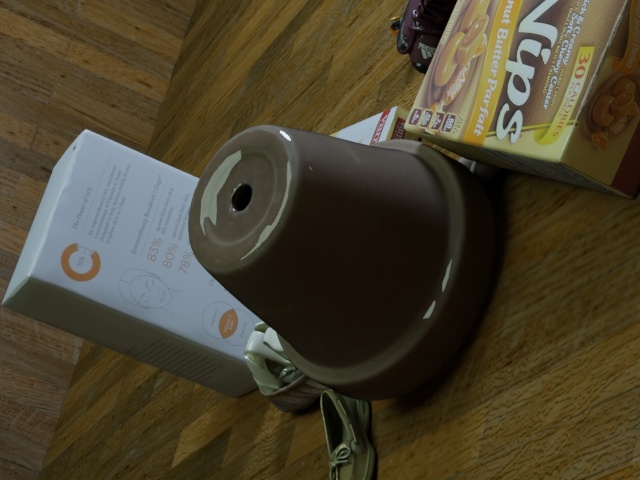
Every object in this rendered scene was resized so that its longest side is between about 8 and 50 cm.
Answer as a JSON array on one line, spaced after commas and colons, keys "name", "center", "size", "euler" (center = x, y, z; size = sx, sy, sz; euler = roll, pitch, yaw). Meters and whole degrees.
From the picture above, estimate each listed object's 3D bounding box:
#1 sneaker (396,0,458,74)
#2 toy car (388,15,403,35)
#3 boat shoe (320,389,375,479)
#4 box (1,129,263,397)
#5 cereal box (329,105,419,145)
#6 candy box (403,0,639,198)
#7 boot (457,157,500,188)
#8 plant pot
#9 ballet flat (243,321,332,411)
[{"name": "sneaker", "center": [0.153, -0.261, 1.832], "size": [0.281, 0.106, 0.162], "euler": [-93, 23, -77]}, {"name": "toy car", "center": [0.122, -0.273, 2.067], "size": [0.122, 0.060, 0.040], "euler": [-64, -44, -78]}, {"name": "boat shoe", "center": [0.024, 0.212, 1.649], "size": [0.056, 0.048, 0.153], "euler": [-56, 19, 32]}, {"name": "box", "center": [-0.206, 0.037, 2.093], "size": [0.168, 0.345, 0.215], "euler": [-34, 36, 62]}, {"name": "cereal box", "center": [0.039, -0.064, 1.983], "size": [0.240, 0.047, 0.173], "euler": [-18, 51, 69]}, {"name": "candy box", "center": [0.205, -0.154, 1.447], "size": [0.182, 0.088, 0.316], "euler": [-67, 22, 0]}, {"name": "boot", "center": [0.163, -0.086, 1.640], "size": [0.087, 0.042, 0.118], "euler": [-63, 17, -7]}, {"name": "plant pot", "center": [0.000, 0.000, 1.545], "size": [0.263, 0.229, 0.263], "euler": [-23, 55, 38]}, {"name": "ballet flat", "center": [-0.024, 0.127, 1.816], "size": [0.316, 0.106, 0.107], "euler": [-30, 40, 65]}]
